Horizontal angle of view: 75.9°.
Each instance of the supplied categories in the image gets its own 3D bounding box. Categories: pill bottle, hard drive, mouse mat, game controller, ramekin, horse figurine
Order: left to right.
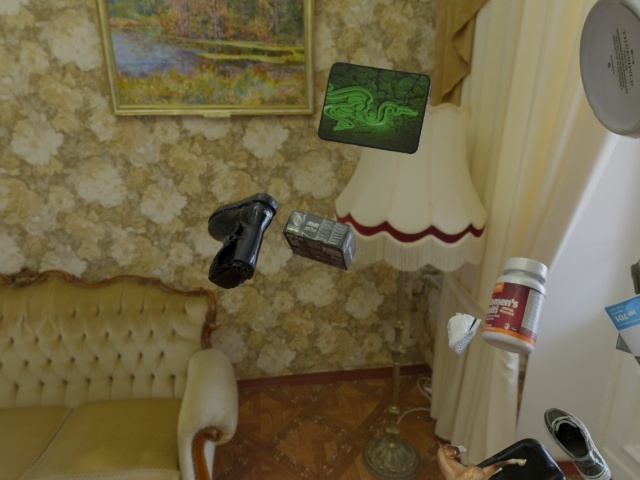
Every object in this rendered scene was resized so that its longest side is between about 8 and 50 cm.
[{"bbox_3d":[0.099,-0.247,0.761,0.190,0.152,0.007,11,-1,7],"label":"mouse mat"},{"bbox_3d":[0.320,0.530,0.794,0.175,0.066,0.263,-5,50,16],"label":"horse figurine"},{"bbox_3d":[0.489,0.669,1.092,0.319,0.067,0.166,-30,62,0],"label":"game controller"},{"bbox_3d":[0.494,0.162,1.034,0.121,0.221,0.121,20,-17,6],"label":"pill bottle"},{"bbox_3d":[1.062,0.337,1.366,0.022,0.094,0.135,12,0,-16],"label":"hard drive"},{"bbox_3d":[0.509,-0.281,0.622,0.127,0.272,0.273,-15,14,13],"label":"ramekin"}]

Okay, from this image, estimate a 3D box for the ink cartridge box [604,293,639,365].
[{"bbox_3d":[0.598,0.175,0.689,0.140,0.190,0.082,-6,-25,-30],"label":"ink cartridge box"}]

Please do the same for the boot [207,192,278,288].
[{"bbox_3d":[-0.212,0.012,0.941,0.247,0.094,0.207,-19,41,41],"label":"boot"}]

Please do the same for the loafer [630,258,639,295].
[{"bbox_3d":[0.729,0.162,0.910,0.095,0.250,0.087,-10,-4,-24],"label":"loafer"}]

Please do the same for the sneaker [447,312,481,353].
[{"bbox_3d":[0.493,0.326,1.468,0.095,0.090,0.235,29,24,27],"label":"sneaker"}]

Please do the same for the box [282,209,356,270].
[{"bbox_3d":[0.000,0.000,1.168,0.180,0.147,0.077,16,67,19],"label":"box"}]

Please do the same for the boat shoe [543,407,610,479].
[{"bbox_3d":[0.846,0.653,1.386,0.121,0.119,0.335,-31,6,8],"label":"boat shoe"}]
